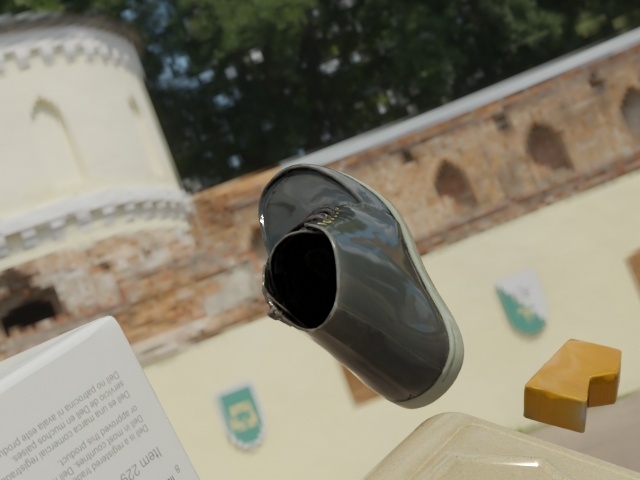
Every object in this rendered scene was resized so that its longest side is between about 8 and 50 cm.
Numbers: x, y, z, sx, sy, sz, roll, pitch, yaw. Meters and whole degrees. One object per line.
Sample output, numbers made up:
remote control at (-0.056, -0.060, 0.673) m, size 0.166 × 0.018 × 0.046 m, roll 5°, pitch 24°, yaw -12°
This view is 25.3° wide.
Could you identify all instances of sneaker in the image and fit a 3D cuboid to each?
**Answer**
sneaker at (0.000, 0.000, 0.878) m, size 0.083 × 0.222 × 0.118 m, roll -47°, pitch -48°, yaw 8°

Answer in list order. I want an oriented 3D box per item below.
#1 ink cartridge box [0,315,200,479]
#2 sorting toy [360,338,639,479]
ink cartridge box at (-0.089, 0.156, 0.441) m, size 0.093 × 0.212 × 0.154 m, roll -23°, pitch 8°, yaw 39°
sorting toy at (0.115, 0.134, 0.592) m, size 0.229 × 0.041 × 0.307 m, roll 12°, pitch 26°, yaw 29°
